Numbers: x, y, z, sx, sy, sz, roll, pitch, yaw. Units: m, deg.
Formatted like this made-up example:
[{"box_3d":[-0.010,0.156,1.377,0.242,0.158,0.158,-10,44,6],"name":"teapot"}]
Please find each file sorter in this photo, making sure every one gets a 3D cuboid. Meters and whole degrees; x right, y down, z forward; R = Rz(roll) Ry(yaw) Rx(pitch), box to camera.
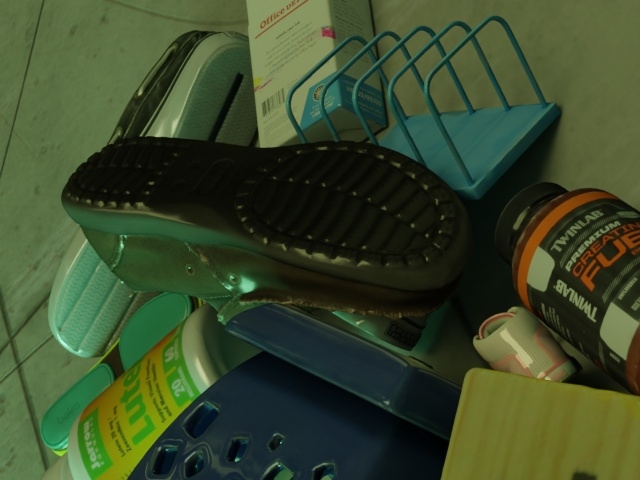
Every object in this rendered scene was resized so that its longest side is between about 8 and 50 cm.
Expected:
[{"box_3d":[0.075,-0.104,1.425,0.170,0.104,0.118,-1,36,48],"name":"file sorter"}]

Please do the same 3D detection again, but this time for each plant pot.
[{"box_3d":[0.026,0.185,1.308,0.236,0.236,0.212,20,82,51],"name":"plant pot"}]

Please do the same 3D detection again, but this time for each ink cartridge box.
[{"box_3d":[-0.006,-0.163,1.613,0.104,0.061,0.181,-30,54,37],"name":"ink cartridge box"}]

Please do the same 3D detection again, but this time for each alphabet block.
[{"box_3d":[0.193,0.203,1.134,0.193,0.192,0.197,6,78,48],"name":"alphabet block"}]

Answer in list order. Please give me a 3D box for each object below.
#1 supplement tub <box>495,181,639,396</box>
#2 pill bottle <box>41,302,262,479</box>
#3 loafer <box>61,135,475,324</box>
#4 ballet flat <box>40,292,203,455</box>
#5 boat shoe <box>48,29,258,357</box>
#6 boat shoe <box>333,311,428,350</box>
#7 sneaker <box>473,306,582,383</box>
[{"box_3d":[0.204,0.031,1.259,0.198,0.106,0.106,41,105,48],"name":"supplement tub"},{"box_3d":[-0.130,0.171,1.553,0.246,0.136,0.136,-41,47,30],"name":"pill bottle"},{"box_3d":[-0.033,0.001,1.423,0.366,0.130,0.134,12,46,36],"name":"loafer"},{"box_3d":[-0.164,0.124,1.658,0.231,0.077,0.077,-43,48,26],"name":"ballet flat"},{"box_3d":[-0.157,-0.046,1.712,0.335,0.121,0.119,-59,31,-3],"name":"boat shoe"},{"box_3d":[0.000,0.000,1.514,0.267,0.096,0.088,32,95,49],"name":"boat shoe"},{"box_3d":[0.146,0.081,1.283,0.051,0.134,0.070,-42,79,-1],"name":"sneaker"}]
